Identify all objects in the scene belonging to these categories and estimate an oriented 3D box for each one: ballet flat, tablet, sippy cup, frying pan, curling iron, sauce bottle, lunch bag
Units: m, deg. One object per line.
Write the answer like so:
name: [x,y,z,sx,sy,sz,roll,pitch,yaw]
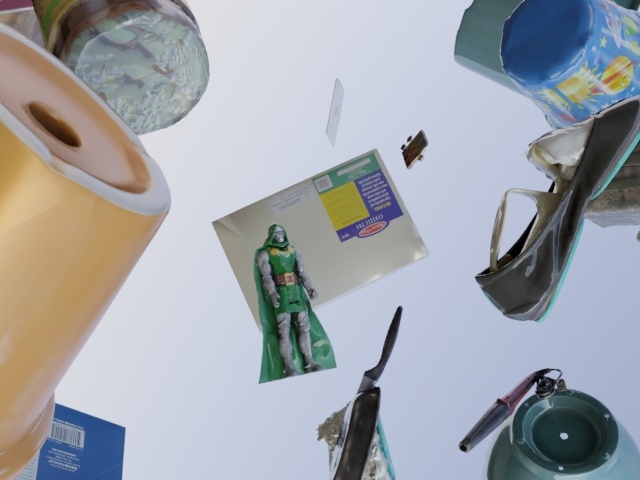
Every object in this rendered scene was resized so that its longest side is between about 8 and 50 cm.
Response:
ballet flat: [0.250,-0.050,0.818,0.281,0.096,0.095,-61,180,-9]
tablet: [0.021,-0.179,1.090,0.054,0.006,0.083,46,53,-74]
ballet flat: [0.100,0.479,1.343,0.147,0.146,0.409,-35,-108,52]
sippy cup: [0.412,-0.293,1.250,0.240,0.224,0.306,-49,-131,25]
frying pan: [0.072,0.256,1.204,0.197,0.053,0.326,108,-2,-88]
curling iron: [0.289,0.250,1.181,0.068,0.274,0.035,-17,-89,47]
sauce bottle: [-0.186,-0.226,0.634,0.111,0.111,0.344,-55,-136,28]
lunch bag: [0.709,-0.186,1.755,0.235,0.168,0.287,-4,-106,56]

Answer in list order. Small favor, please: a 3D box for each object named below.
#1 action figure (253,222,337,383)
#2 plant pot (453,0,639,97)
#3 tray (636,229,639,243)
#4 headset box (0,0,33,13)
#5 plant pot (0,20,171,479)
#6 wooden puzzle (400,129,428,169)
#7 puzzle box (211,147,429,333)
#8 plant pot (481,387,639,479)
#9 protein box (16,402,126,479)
action figure: [-0.050,0.087,1.169,0.063,0.137,0.232,-24,-105,52]
plant pot: [0.496,-0.457,1.733,0.341,0.334,0.341,-58,163,-29]
tray: [0.578,-0.098,1.169,0.270,0.030,0.145,-62,-177,12]
headset box: [-0.476,-0.306,0.905,0.218,0.293,0.110,9,-64,38]
plant pot: [-0.178,0.005,0.356,0.188,0.205,0.205,-44,-151,11]
wooden puzzle: [0.144,-0.138,1.182,0.049,0.006,0.083,-50,-154,26]
puzzle box: [0.000,0.000,1.711,0.052,0.408,0.272,83,-18,-77]
plant pot: [0.422,0.383,1.353,0.293,0.292,0.196,-99,176,-50]
protein box: [-0.356,0.309,0.925,0.136,0.199,0.201,-33,-136,28]
